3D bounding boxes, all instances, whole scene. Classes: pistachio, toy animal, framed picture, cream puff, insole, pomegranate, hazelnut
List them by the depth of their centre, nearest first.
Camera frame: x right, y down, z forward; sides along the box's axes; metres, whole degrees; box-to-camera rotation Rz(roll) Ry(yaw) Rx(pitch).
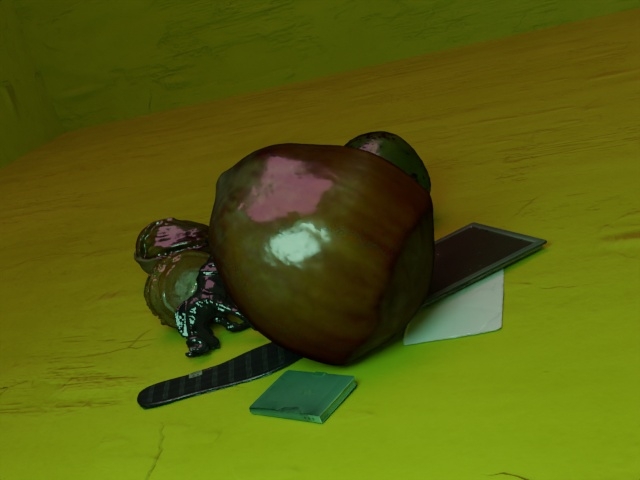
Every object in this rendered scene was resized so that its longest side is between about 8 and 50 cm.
[{"bbox_3d":[0.008,0.004,1.463,0.366,0.365,0.366,-16,20,6],"label":"hazelnut"},{"bbox_3d":[-0.149,0.210,1.524,0.310,0.012,0.110,-17,21,-1],"label":"insole"},{"bbox_3d":[0.226,0.040,1.643,0.273,0.016,0.216,-24,20,-21],"label":"framed picture"},{"bbox_3d":[-0.174,0.095,1.644,0.148,0.084,0.232,12,62,-10],"label":"toy animal"},{"bbox_3d":[-0.247,0.093,1.736,0.165,0.150,0.115,19,-15,-23],"label":"cream puff"},{"bbox_3d":[0.122,-0.107,1.907,0.214,0.214,0.248,-14,-13,11],"label":"pomegranate"},{"bbox_3d":[-0.294,0.015,2.002,0.210,0.130,0.165,-3,10,-6],"label":"pistachio"}]

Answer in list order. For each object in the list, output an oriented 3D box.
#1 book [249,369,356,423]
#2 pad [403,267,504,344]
[{"bbox_3d":[-0.023,0.225,1.368,0.135,0.017,0.103,-2,27,39],"label":"book"},{"bbox_3d":[0.218,0.102,1.513,0.157,0.004,0.232,-12,20,17],"label":"pad"}]
